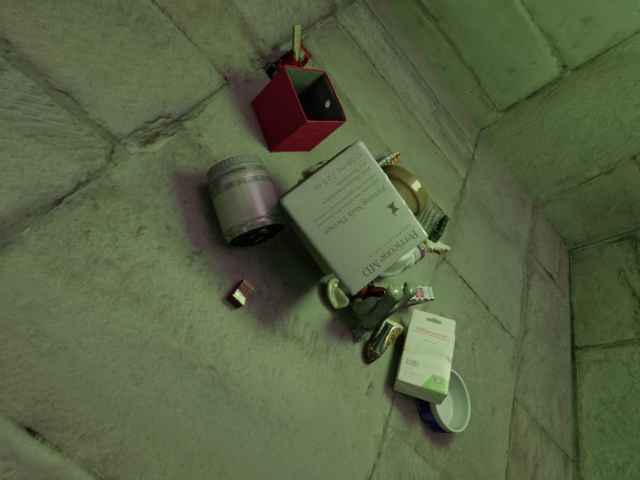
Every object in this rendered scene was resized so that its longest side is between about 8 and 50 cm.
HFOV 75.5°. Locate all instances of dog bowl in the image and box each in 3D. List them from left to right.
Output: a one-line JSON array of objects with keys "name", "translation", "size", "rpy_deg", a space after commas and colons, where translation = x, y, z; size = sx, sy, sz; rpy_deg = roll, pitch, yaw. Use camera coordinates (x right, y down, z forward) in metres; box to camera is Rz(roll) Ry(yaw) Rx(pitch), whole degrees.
[{"name": "dog bowl", "translation": [0.544, 0.708, 1.832], "size": [0.264, 0.104, 0.265], "rpy_deg": [20, 58, -34]}]

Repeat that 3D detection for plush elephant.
[{"name": "plush elephant", "translation": [0.182, 0.210, 1.662], "size": [0.255, 0.330, 0.271], "rpy_deg": [50, 26, 20]}]

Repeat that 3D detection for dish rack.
[{"name": "dish rack", "translation": [0.583, -0.138, 2.297], "size": [0.271, 0.074, 0.208], "rpy_deg": [37, 44, 0]}]

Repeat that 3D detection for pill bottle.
[{"name": "pill bottle", "translation": [0.436, 0.073, 2.047], "size": [0.193, 0.108, 0.108], "rpy_deg": [-25, 88, -46]}]

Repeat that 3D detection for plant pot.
[{"name": "plant pot", "translation": [0.280, -0.153, 1.752], "size": [0.229, 0.263, 0.263], "rpy_deg": [-44, 102, -21]}]

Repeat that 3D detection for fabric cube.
[{"name": "fabric cube", "translation": [-0.093, -0.549, 1.766], "size": [0.259, 0.258, 0.254], "rpy_deg": [-15, 80, -45]}]

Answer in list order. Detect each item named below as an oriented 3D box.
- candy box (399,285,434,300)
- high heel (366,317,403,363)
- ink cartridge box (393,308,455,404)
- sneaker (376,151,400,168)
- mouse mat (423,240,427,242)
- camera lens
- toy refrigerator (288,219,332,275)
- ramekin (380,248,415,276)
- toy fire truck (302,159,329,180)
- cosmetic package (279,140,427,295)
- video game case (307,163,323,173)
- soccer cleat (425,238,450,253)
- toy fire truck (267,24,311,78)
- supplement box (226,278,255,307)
[{"name": "candy box", "translation": [0.381, 0.255, 1.869], "size": [0.233, 0.159, 0.071], "rpy_deg": [5, 68, -40]}, {"name": "high heel", "translation": [0.268, 0.427, 1.767], "size": [0.093, 0.186, 0.261], "rpy_deg": [31, 5, 22]}, {"name": "ink cartridge box", "translation": [0.454, 0.491, 1.780], "size": [0.207, 0.119, 0.354], "rpy_deg": [15, 50, 12]}, {"name": "sneaker", "translation": [0.348, -0.338, 2.179], "size": [0.321, 0.124, 0.180], "rpy_deg": [-40, 102, -35]}, {"name": "mouse mat", "translation": [0.460, -0.053, 2.119], "size": [0.190, 0.007, 0.152], "rpy_deg": [49, 21, 28]}, {"name": "camera lens", "translation": [-0.256, -0.130, 1.434], "size": [0.219, 0.219, 0.275], "rpy_deg": [-11, 77, -45]}, {"name": "toy refrigerator", "translation": [0.000, 0.000, 1.695], "size": [0.270, 0.094, 0.102], "rpy_deg": [56, 44, -6]}, {"name": "ramekin", "translation": [0.291, 0.013, 1.864], "size": [0.277, 0.135, 0.277], "rpy_deg": [12, 53, -16]}, {"name": "toy fire truck", "translation": [0.054, -0.223, 1.832], "size": [0.253, 0.169, 0.302], "rpy_deg": [33, 47, 8]}, {"name": "cosmetic package", "translation": [0.096, -0.087, 1.465], "size": [0.329, 0.327, 0.394], "rpy_deg": [-38, 99, -1]}, {"name": "video game case", "translation": [0.017, -0.300, 1.809], "size": [0.087, 0.122, 0.011], "rpy_deg": [-32, 136, -34]}, {"name": "soccer cleat", "translation": [0.656, 0.028, 2.302], "size": [0.196, 0.068, 0.076], "rpy_deg": [8, 61, -37]}, {"name": "toy fire truck", "translation": [-0.118, -0.862, 1.904], "size": [0.158, 0.246, 0.217], "rpy_deg": [45, 46, -17]}, {"name": "supplement box", "translation": [-0.268, 0.179, 1.397], "size": [0.055, 0.043, 0.083], "rpy_deg": [47, 45, -15]}]
